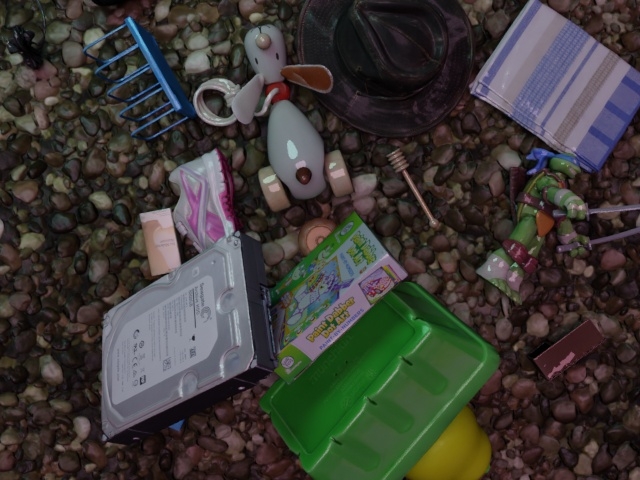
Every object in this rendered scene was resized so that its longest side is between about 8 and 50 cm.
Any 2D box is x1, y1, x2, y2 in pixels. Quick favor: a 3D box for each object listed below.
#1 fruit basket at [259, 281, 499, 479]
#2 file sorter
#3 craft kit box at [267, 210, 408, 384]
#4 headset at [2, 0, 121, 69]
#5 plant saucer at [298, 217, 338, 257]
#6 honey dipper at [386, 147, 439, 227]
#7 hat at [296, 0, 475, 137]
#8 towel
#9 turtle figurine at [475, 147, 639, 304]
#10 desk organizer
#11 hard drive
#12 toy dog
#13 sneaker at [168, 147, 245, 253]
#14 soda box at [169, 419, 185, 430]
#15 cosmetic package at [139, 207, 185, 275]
[{"bbox_3d":[0.136,0.283,1.100,0.391,0.283,0.392,-20,129,-26],"label":"fruit basket"},{"bbox_3d":[-0.309,-0.270,1.095,0.104,0.118,0.170,-29,93,4],"label":"file sorter"},{"bbox_3d":[0.008,0.081,1.042,0.246,0.250,0.061,-41,108,4],"label":"craft kit box"},{"bbox_3d":[-0.414,-0.485,1.093,0.243,0.185,0.394,28,77,-6],"label":"headset"},{"bbox_3d":[0.000,0.000,1.164,0.083,0.015,0.084,0,94,-1],"label":"plant saucer"},{"bbox_3d":[0.170,-0.092,1.157,0.030,0.030,0.161,-30,97,1],"label":"honey dipper"},{"bbox_3d":[0.117,-0.341,1.090,0.331,0.134,0.332,0,94,-1],"label":"hat"},{"bbox_3d":[0.435,-0.278,1.149,0.285,0.034,0.209,33,90,-4],"label":"towel"},{"bbox_3d":[0.413,-0.001,1.083,0.274,0.198,0.266,35,96,1],"label":"turtle figurine"},{"bbox_3d":[0.449,0.197,1.168,0.130,0.047,0.050,-37,91,1],"label":"desk organizer"},{"bbox_3d":[-0.224,0.161,1.020,0.338,0.064,0.237,-29,54,25],"label":"hard drive"},{"bbox_3d":[-0.063,-0.200,1.079,0.220,0.161,0.334,-38,93,1],"label":"toy dog"},{"bbox_3d":[-0.200,-0.029,1.124,0.111,0.103,0.253,-11,87,4],"label":"sneaker"},{"bbox_3d":[-0.240,0.226,1.146,0.071,0.067,0.210,23,93,-2],"label":"soda box"},{"bbox_3d":[-0.283,0.002,1.146,0.060,0.041,0.115,-12,93,-1],"label":"cosmetic package"}]
